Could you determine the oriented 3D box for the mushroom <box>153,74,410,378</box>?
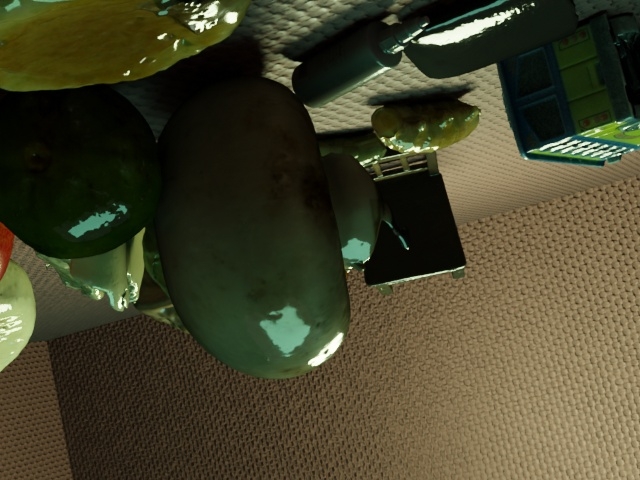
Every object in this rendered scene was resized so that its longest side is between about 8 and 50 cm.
[{"bbox_3d":[-0.047,-0.020,1.178,0.294,0.363,0.362,-12,173,-9],"label":"mushroom"}]

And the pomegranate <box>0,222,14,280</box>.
[{"bbox_3d":[-0.458,-0.019,1.102,0.220,0.221,0.256,-9,-178,-29],"label":"pomegranate"}]

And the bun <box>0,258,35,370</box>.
[{"bbox_3d":[-0.706,0.132,1.800,0.361,0.213,0.361,-27,152,-15],"label":"bun"}]

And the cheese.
[{"bbox_3d":[-0.305,-0.014,1.341,0.127,0.233,0.266,-2,170,0],"label":"cheese"}]

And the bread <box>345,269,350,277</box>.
[{"bbox_3d":[0.000,0.011,1.957,0.135,0.247,0.232,3,156,2],"label":"bread"}]

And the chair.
[{"bbox_3d":[0.169,-0.031,1.959,0.203,0.241,0.416,-11,174,7],"label":"chair"}]

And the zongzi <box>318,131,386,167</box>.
[{"bbox_3d":[0.056,-0.153,1.584,0.154,0.062,0.130,-20,160,8],"label":"zongzi"}]

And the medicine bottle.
[{"bbox_3d":[0.049,-0.207,1.110,0.057,0.058,0.199,-6,170,-43],"label":"medicine bottle"}]

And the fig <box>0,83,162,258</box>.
[{"bbox_3d":[-0.263,-0.079,1.066,0.195,0.196,0.245,-12,-175,-7],"label":"fig"}]

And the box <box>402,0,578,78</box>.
[{"bbox_3d":[0.197,-0.244,1.151,0.201,0.042,0.212,-15,171,20],"label":"box"}]

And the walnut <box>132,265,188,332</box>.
[{"bbox_3d":[-0.232,0.047,1.801,0.273,0.273,0.227,-20,173,43],"label":"walnut"}]

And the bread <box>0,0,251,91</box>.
[{"bbox_3d":[-0.152,-0.185,0.639,0.244,0.134,0.244,-16,174,-2],"label":"bread"}]

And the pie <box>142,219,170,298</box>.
[{"bbox_3d":[-0.111,-0.011,1.392,0.306,0.307,0.071,-10,168,-20],"label":"pie"}]

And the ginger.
[{"bbox_3d":[0.171,-0.173,1.503,0.115,0.081,0.205,20,-157,34],"label":"ginger"}]

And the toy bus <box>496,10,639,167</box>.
[{"bbox_3d":[0.400,-0.202,1.402,0.190,0.152,0.312,-19,170,35],"label":"toy bus"}]
